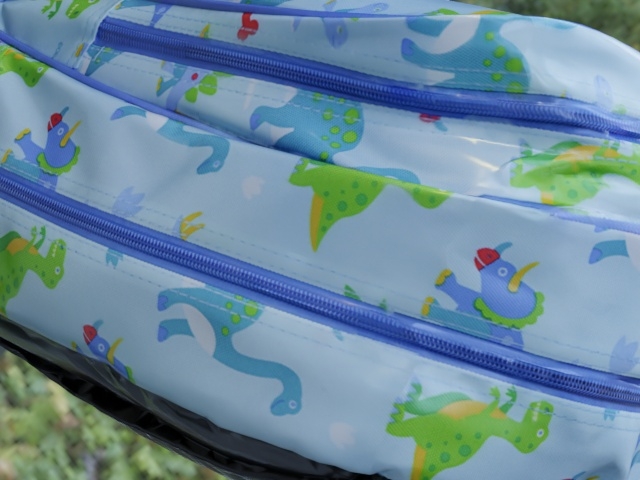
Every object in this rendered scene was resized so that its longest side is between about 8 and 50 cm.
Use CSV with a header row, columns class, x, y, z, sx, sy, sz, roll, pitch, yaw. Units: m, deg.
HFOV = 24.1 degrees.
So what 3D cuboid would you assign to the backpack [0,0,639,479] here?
class,x,y,z,sx,sy,sz,roll,pitch,yaw
backpack,0.000,0.000,0.648,0.290,0.273,0.355,23,12,-43
